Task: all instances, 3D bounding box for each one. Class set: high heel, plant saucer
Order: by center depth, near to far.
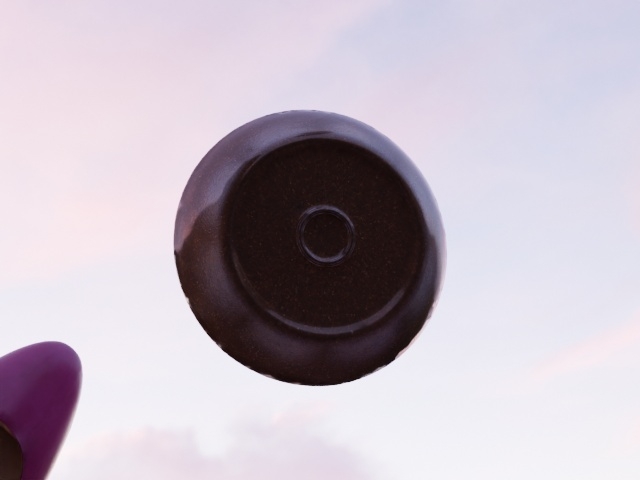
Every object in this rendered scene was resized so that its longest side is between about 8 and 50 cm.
[{"bbox_3d":[0.000,0.000,0.671,0.198,0.198,0.036,-11,-7,-17],"label":"plant saucer"},{"bbox_3d":[-0.301,0.215,0.745,0.127,0.377,0.181,38,-28,-8],"label":"high heel"}]
